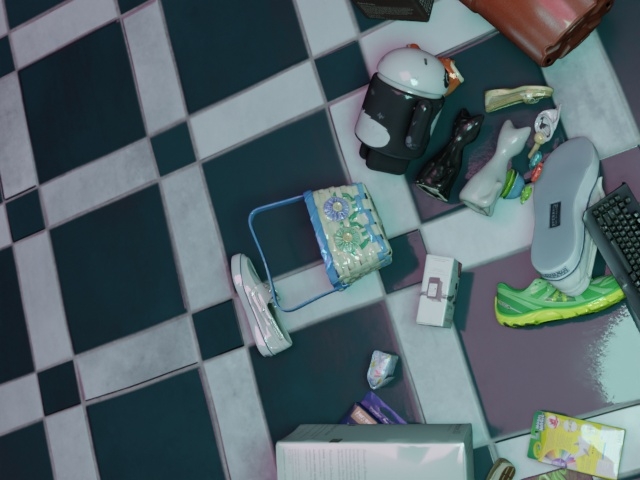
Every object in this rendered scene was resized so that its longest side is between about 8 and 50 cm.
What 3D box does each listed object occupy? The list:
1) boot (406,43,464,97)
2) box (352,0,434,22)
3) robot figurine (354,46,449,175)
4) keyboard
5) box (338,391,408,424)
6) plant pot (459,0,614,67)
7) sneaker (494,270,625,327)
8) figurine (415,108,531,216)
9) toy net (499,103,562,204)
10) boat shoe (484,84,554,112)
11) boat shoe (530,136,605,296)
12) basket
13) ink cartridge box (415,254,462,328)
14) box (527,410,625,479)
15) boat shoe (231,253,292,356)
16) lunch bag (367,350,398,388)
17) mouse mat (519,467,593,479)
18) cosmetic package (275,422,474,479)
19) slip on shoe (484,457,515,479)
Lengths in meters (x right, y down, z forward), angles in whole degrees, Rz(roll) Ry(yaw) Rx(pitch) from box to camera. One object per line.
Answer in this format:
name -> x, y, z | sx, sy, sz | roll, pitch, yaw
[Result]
boot -> 0.263, -0.404, 1.932 | 0.084, 0.059, 0.158 | -37, 78, 10
box -> 0.164, -0.620, 1.925 | 0.167, 0.203, 0.169 | 12, 87, 23
robot figurine -> 0.181, -0.288, 1.861 | 0.209, 0.173, 0.278 | 32, 117, 27
keyboard -> 0.657, 0.029, 1.629 | 0.201, 0.033, 0.317 | -34, 99, -12
box -> 0.086, 0.463, 1.874 | 0.136, 0.036, 0.225 | 39, 96, 23
plant pot -> 0.455, -0.528, 1.772 | 0.272, 0.272, 0.265 | -42, 77, 11
sneaker -> 0.498, 0.100, 1.720 | 0.295, 0.109, 0.124 | -14, 80, 20
figurine -> 0.337, -0.178, 1.819 | 0.215, 0.092, 0.209 | 25, 86, 46
toy net -> 0.451, -0.190, 1.781 | 0.045, 0.122, 0.232 | 23, 94, -1
boat shoe -> 0.437, -0.312, 1.845 | 0.153, 0.056, 0.048 | -1, 90, 24
boat shoe -> 0.528, -0.040, 1.712 | 0.135, 0.156, 0.367 | -18, 41, 37
basket -> 0.000, 0.000, 1.892 | 0.288, 0.201, 0.255 | -23, 74, 7
ink cartridge box -> 0.258, 0.114, 1.818 | 0.063, 0.109, 0.151 | 8, 85, 20
box -> 0.516, 0.413, 1.697 | 0.179, 0.043, 0.105 | 10, 82, 22
boat shoe -> -0.135, 0.144, 1.995 | 0.084, 0.095, 0.258 | -23, 84, 14
lunch bag -> 0.137, 0.290, 1.861 | 0.053, 0.071, 0.083 | 17, 86, 20
mouse mat -> 0.501, 0.562, 1.701 | 0.152, 0.007, 0.190 | -22, 73, 18
cosmetic package -> 0.120, 0.469, 1.727 | 0.384, 0.217, 0.156 | -5, 87, 12
slip on shoe -> 0.359, 0.517, 1.750 | 0.135, 0.051, 0.041 | -67, 26, 9
